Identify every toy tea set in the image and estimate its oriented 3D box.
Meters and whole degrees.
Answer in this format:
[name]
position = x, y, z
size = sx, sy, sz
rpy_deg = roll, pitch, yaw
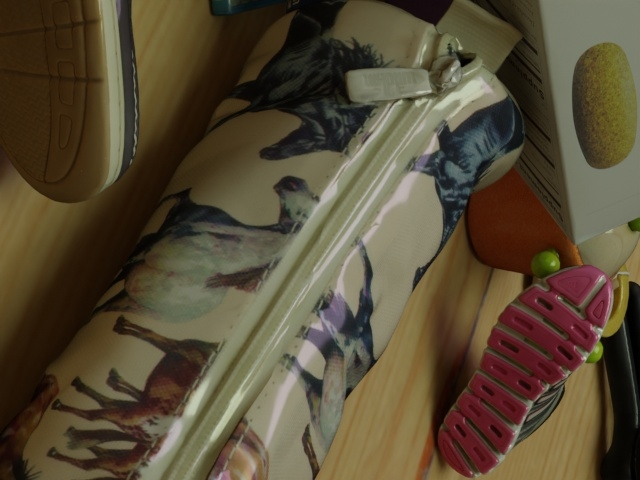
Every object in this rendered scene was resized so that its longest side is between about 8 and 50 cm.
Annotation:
[toy tea set]
position = 0.217, -0.088, 1.351
size = 0.200, 0.124, 0.336
rpy_deg = 31, 66, -51

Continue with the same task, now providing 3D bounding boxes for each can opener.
[can opener]
position = 0.248, 0.124, 1.468
size = 0.059, 0.073, 0.186
rpy_deg = -3, 85, -47

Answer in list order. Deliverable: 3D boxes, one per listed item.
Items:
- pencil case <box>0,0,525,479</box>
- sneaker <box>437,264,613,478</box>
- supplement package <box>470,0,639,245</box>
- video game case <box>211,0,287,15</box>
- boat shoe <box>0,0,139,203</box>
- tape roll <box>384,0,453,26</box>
[pencil case]
position = -0.039, 0.046, 0.944
size = 0.410, 0.160, 0.183
rpy_deg = -59, 178, -35
[sneaker]
position = 0.141, 0.080, 1.262
size = 0.170, 0.063, 0.075
rpy_deg = -59, 168, 23
[supplement package]
position = 0.156, -0.144, 1.043
size = 0.139, 0.134, 0.244
rpy_deg = -24, 134, -8
[video game case]
position = -0.032, -0.220, 1.084
size = 0.119, 0.015, 0.166
rpy_deg = -23, 110, -53
[boat shoe]
position = -0.120, -0.163, 0.887
size = 0.092, 0.103, 0.285
rpy_deg = -21, 103, -48
[tape roll]
position = 0.132, -0.187, 1.215
size = 0.189, 0.080, 0.189
rpy_deg = 3, 86, -37
